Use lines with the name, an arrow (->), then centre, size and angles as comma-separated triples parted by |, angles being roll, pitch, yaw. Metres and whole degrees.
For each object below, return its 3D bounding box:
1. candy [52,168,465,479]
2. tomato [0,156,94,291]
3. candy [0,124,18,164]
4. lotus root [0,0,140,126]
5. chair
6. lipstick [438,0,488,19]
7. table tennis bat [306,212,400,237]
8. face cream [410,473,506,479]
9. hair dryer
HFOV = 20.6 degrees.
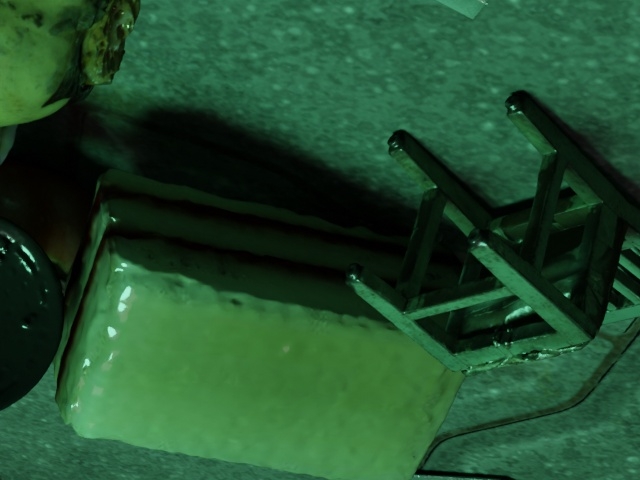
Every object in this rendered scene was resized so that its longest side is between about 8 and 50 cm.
candy -> -0.045, 0.076, 1.384 | 0.320, 0.135, 0.179 | 14, 126, -21
tomato -> -0.260, -0.005, 1.487 | 0.199, 0.112, 0.228 | -3, 144, 42
candy -> -0.351, -0.135, 1.275 | 0.265, 0.155, 0.116 | 14, 153, 4
lotus root -> -0.275, -0.176, 1.145 | 0.310, 0.183, 0.183 | 14, 150, 6
chair -> 0.164, 0.034, 1.312 | 0.136, 0.147, 0.270 | -16, 135, 41
lipstick -> 0.060, -0.180, 1.130 | 0.107, 0.025, 0.025 | 27, 149, -8
table tennis bat -> 0.000, 0.000, 1.465 | 0.158, 0.014, 0.095 | 14, 152, 0
face cream -> 0.170, 0.351, 1.896 | 0.143, 0.089, 0.314 | 2, 139, 25
hair dryer -> -0.272, 0.122, 1.414 | 0.284, 0.155, 0.320 | 51, 158, -7
